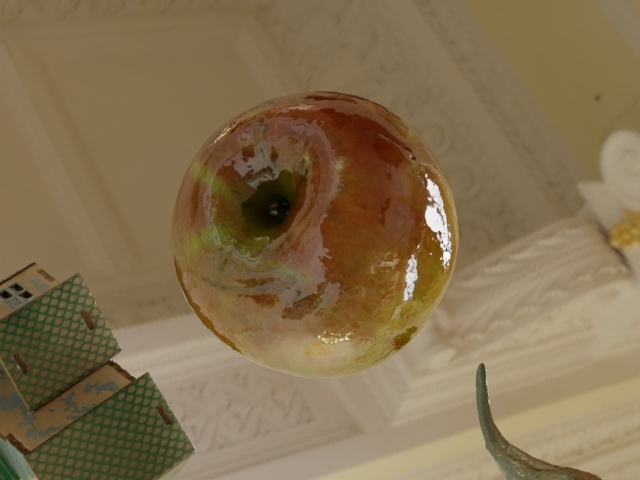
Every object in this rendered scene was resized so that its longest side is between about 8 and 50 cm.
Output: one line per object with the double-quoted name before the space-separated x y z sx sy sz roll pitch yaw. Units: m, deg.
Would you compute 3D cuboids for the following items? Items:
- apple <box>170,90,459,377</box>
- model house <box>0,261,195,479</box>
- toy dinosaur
"apple" 0.000 0.000 0.928 0.196 0.196 0.196 15 -132 -18
"model house" -0.229 0.179 1.215 0.178 0.271 0.206 -33 -134 -31
"toy dinosaur" 0.204 0.270 1.347 0.092 0.205 0.393 47 -158 -26
